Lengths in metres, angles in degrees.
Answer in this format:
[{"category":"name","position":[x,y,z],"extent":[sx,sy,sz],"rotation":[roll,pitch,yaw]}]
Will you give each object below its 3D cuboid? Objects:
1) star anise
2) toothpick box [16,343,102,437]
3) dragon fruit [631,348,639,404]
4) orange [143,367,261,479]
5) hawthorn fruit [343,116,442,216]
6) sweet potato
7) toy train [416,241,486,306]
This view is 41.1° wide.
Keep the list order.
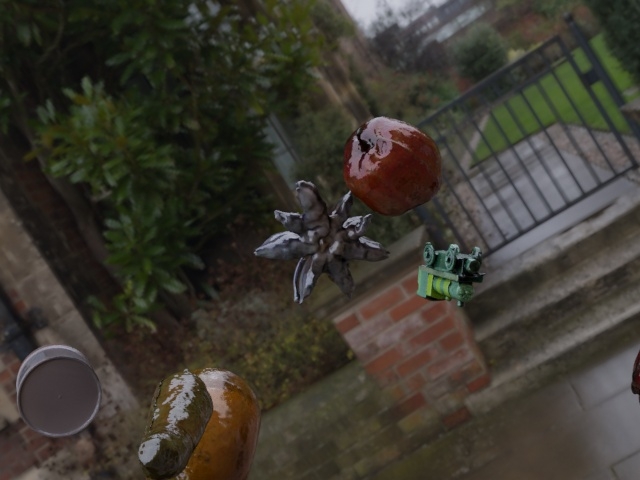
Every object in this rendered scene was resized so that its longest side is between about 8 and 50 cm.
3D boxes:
[{"category":"star anise","position":[0.000,0.000,1.445],"extent":[0.229,0.236,0.093],"rotation":[-15,24,-9]},{"category":"toothpick box","position":[-0.329,0.184,1.071],"extent":[0.098,0.098,0.149],"rotation":[-33,9,-17]},{"category":"dragon fruit","position":[0.695,0.232,1.460],"extent":[0.329,0.329,0.329],"rotation":[-33,3,2]},{"category":"orange","position":[-0.186,0.309,1.316],"extent":[0.240,0.171,0.240],"rotation":[-163,90,-85]},{"category":"hawthorn fruit","position":[0.107,-0.130,1.391],"extent":[0.157,0.157,0.194],"rotation":[-32,-40,21]},{"category":"sweet potato","position":[-0.166,0.212,0.959],"extent":[0.075,0.075,0.273],"rotation":[-32,8,4]},{"category":"toy train","position":[0.280,0.073,1.835],"extent":[0.083,0.132,0.200],"rotation":[3,4,-17]}]
